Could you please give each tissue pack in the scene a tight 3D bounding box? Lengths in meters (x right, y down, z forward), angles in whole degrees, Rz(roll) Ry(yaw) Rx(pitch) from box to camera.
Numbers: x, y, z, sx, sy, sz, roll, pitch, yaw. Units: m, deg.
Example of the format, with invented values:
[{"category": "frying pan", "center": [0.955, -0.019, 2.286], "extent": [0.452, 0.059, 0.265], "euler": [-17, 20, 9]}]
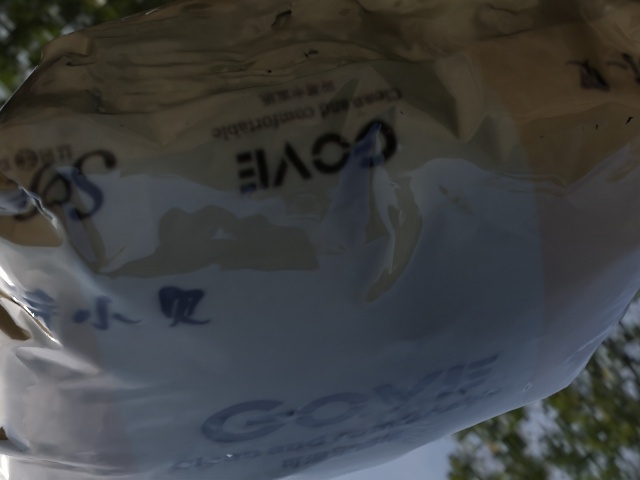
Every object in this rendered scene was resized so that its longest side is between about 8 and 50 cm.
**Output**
[{"category": "tissue pack", "center": [0.000, 0.000, 0.946], "extent": [0.375, 0.390, 0.195], "euler": [-18, -115, -16]}]
